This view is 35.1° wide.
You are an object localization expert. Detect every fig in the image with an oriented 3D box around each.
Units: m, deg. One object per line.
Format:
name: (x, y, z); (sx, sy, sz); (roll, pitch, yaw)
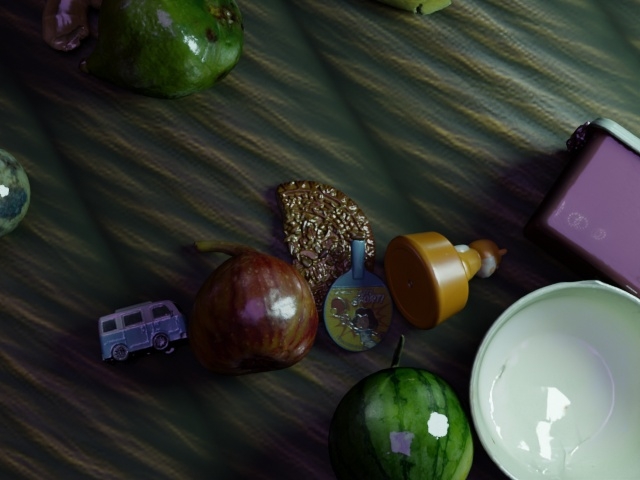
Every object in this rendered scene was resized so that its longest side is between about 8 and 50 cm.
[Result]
fig: (-0.241, -0.271, 1.432); (0.235, 0.203, 0.203); (-32, 77, 32)
fig: (-0.092, 0.073, 1.351); (0.175, 0.175, 0.207); (-3, 60, 1)

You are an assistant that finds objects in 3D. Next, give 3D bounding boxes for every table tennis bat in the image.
table tennis bat: (0.052, 0.076, 1.389); (0.100, 0.019, 0.155); (0, 94, -13)

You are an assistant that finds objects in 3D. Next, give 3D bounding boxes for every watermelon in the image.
watermelon: (0.101, 0.247, 1.294); (0.188, 0.188, 0.214); (-11, 48, -1)

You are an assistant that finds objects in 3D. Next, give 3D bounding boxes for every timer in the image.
timer: (0.184, 0.037, 1.377); (0.152, 0.132, 0.132); (-18, 78, -24)

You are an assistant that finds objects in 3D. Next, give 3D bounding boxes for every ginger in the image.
ginger: (-0.340, -0.442, 1.495); (0.148, 0.081, 0.333); (-6, 77, 16)

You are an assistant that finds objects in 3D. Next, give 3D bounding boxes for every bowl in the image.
bowl: (0.320, 0.189, 1.308); (0.277, 0.145, 0.277); (0, 87, 1)

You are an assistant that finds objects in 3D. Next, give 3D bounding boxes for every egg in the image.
egg: (-0.486, -0.066, 1.389); (0.182, 0.141, 0.141); (5, 78, 20)

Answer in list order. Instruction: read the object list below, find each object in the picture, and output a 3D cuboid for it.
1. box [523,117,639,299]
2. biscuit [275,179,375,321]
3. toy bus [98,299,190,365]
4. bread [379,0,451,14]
box: (0.418, -0.008, 1.336); (0.294, 0.193, 0.167); (37, 87, 7)
biscuit: (0.013, 0.004, 1.421); (0.126, 0.025, 0.206); (-17, 79, -3)
toy bus: (-0.239, 0.123, 1.385); (0.123, 0.060, 0.075); (-15, 75, 0)
bread: (0.128, -0.390, 1.474); (0.156, 0.064, 0.117); (25, 67, 1)
